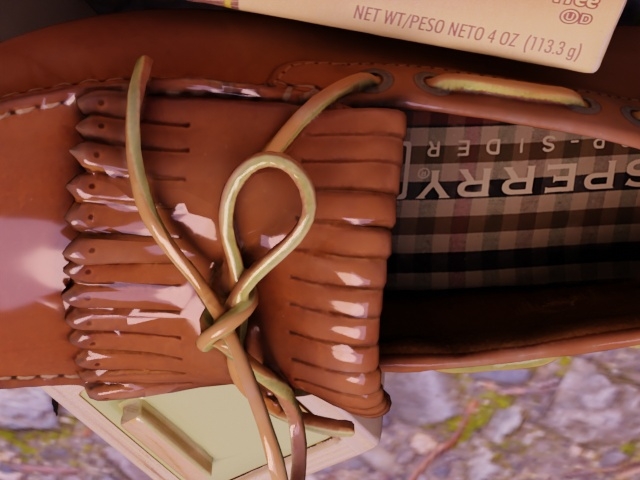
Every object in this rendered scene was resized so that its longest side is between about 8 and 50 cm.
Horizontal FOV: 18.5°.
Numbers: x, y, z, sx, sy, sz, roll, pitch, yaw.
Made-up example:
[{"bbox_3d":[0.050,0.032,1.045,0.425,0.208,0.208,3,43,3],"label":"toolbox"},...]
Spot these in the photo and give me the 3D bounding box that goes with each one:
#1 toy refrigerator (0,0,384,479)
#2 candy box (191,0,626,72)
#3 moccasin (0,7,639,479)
[{"bbox_3d":[-0.090,0.001,0.805,0.102,0.094,0.269,-25,130,27],"label":"toy refrigerator"},{"bbox_3d":[-0.038,-0.170,0.625,0.317,0.087,0.183,10,136,-6],"label":"candy box"},{"bbox_3d":[0.000,0.003,0.683,0.380,0.147,0.139,0,117,-19],"label":"moccasin"}]
